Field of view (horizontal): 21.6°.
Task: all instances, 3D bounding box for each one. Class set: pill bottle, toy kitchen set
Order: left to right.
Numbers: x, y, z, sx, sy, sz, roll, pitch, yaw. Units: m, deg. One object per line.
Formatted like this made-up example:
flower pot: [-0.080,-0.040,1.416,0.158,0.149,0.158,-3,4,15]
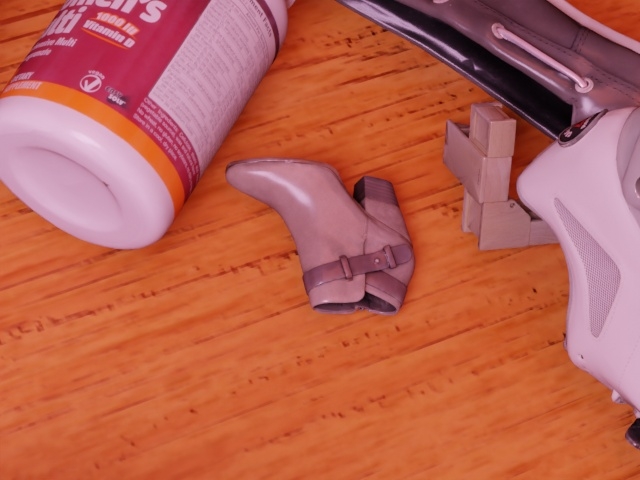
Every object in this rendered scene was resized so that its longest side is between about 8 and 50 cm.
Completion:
pill bottle: [-0.093,-0.113,0.984,0.121,0.121,0.221,29,62,1]
toy kitchen set: [0.122,-0.048,1.038,0.075,0.083,0.068,-5,25,-16]

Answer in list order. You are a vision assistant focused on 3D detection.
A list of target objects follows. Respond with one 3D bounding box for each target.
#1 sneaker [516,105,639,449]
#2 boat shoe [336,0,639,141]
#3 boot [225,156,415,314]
sneaker: [0.226,0.072,0.987,0.122,0.146,0.330,-32,100,-42]
boat shoe: [0.133,-0.102,1.050,0.335,0.112,0.095,42,81,14]
boot: [0.000,0.000,0.999,0.118,0.042,0.087,6,66,-10]
